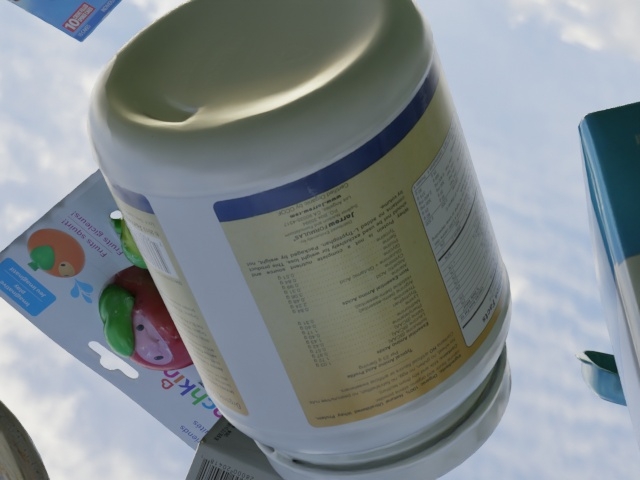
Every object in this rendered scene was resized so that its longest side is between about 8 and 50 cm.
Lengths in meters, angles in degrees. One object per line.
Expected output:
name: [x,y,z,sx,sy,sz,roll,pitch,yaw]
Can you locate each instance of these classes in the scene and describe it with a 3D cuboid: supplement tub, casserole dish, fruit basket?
supplement tub: [0.000,0.000,1.053,0.228,0.316,0.228,-14,-144,10]
casserole dish: [0.355,0.157,1.637,0.188,0.037,0.114,12,-172,-5]
fruit basket: [-0.099,0.054,1.432,0.327,0.353,0.165,42,-151,-19]

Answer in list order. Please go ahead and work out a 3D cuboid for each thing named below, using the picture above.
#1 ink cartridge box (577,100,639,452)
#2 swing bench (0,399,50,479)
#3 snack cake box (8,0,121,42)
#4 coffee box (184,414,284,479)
ink cartridge box: [0.220,0.094,0.542,0.198,0.197,0.270,-12,-120,7]
swing bench: [-0.253,0.068,0.544,0.253,0.165,0.255,23,-172,38]
snack cake box: [-0.247,-0.359,1.703,0.152,0.264,0.089,27,-144,-35]
coffee box: [-0.087,0.278,1.284,0.098,0.246,0.141,23,-170,5]
